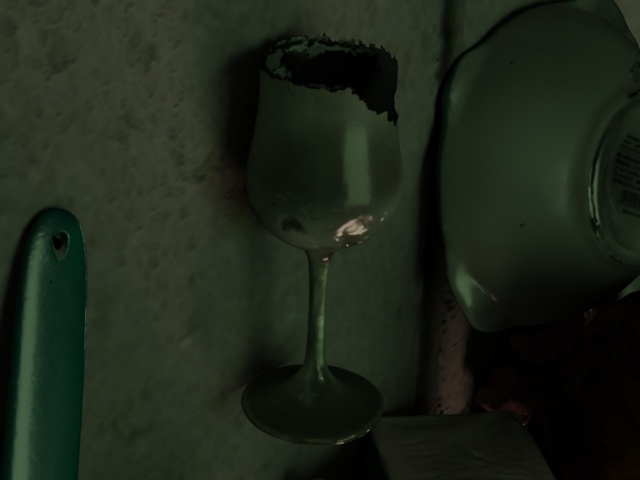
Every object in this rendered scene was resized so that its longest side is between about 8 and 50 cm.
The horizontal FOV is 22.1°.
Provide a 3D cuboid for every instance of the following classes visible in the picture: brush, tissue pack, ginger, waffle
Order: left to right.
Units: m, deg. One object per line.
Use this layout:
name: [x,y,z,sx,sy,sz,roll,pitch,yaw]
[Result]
brush: [-0.131,0.081,0.734,0.043,0.032,0.193,-2,97,-48]
tissue pack: [0.057,0.227,0.965,0.156,0.148,0.209,-3,116,-13]
waffle: [0.192,0.094,1.139,0.234,0.055,0.221,-49,140,-25]
ginger: [0.244,0.168,0.971,0.152,0.274,0.357,-32,114,-17]

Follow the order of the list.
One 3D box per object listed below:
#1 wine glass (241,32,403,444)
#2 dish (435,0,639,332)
wine glass: [0.000,0.000,0.815,0.079,0.079,0.195,-26,129,-44]
dish: [0.170,-0.034,0.984,0.246,0.078,0.224,38,71,-42]
